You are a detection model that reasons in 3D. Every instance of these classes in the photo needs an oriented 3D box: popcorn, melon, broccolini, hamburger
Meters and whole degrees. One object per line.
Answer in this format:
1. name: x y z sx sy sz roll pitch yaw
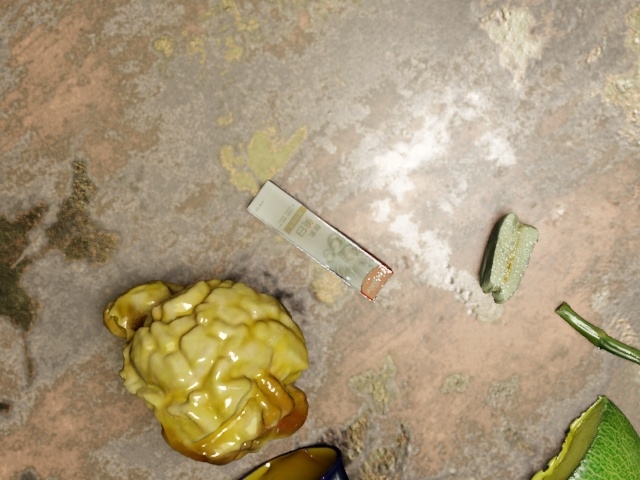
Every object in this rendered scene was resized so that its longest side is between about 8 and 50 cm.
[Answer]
1. popcorn: -0.145 0.154 1.260 0.332 0.265 0.225 31 77 38
2. melon: 0.364 0.368 1.305 0.169 0.129 0.265 40 97 -4
3. broccolini: 0.429 0.154 1.321 0.239 0.051 0.054 30 54 5
4. hamburger: 0.245 0.028 1.294 0.054 0.084 0.121 18 80 -6

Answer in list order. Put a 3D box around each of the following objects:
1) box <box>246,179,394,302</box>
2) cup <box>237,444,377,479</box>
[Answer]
1. box: 0.000 0.000 1.328 0.218 0.039 0.055 35 96 -1
2. cup: 0.016 0.429 1.278 0.178 0.255 0.256 -27 97 -33
